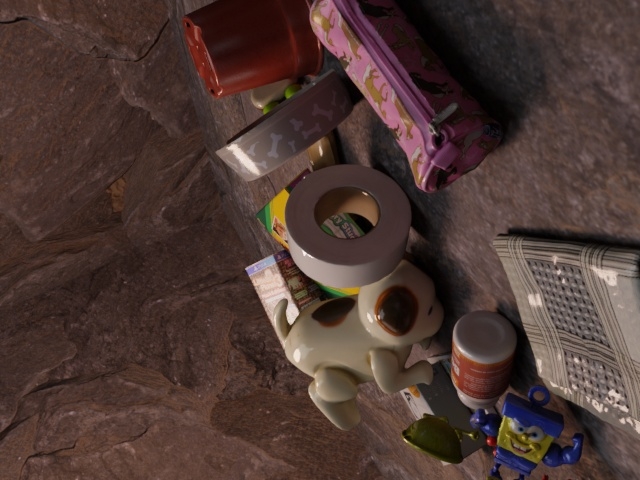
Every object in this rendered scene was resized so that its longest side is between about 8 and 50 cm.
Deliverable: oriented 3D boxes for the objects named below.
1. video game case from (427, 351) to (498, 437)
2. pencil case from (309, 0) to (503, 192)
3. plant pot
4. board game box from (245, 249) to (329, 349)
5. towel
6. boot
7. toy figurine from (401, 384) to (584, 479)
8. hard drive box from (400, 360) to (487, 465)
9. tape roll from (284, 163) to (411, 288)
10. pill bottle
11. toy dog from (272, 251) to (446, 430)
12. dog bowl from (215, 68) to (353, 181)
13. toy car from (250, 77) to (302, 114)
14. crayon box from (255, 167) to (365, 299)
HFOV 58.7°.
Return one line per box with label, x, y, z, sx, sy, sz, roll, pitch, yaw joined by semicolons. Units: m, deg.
video game case;0.369;0.392;1.449;0.227;0.026;0.206;63;165;9
pencil case;0.129;-0.268;0.927;0.386;0.160;0.167;60;156;19
plant pot;-0.172;-0.485;1.378;0.272;0.265;0.272;56;163;27
board game box;-0.066;0.166;1.847;0.141;0.232;0.291;-26;88;38
towel;0.403;0.147;0.876;0.324;0.056;0.312;67;165;-12
boot;0.002;-0.192;1.630;0.236;0.089;0.270;18;135;52
toy figurine;0.365;0.355;1.098;0.362;0.191;0.217;22;108;22
hard drive box;0.319;0.460;1.503;0.232;0.089;0.181;58;164;22
tape roll;0.060;-0.038;1.290;0.286;0.286;0.100;55;163;30
pill bottle;0.329;0.253;1.165;0.121;0.121;0.216;50;159;42
toy dog;0.124;0.203;1.413;0.395;0.284;0.408;45;124;-5
dog bowl;-0.075;-0.262;1.313;0.102;0.348;0.348;56;168;-15
toy car;-0.097;-0.401;1.614;0.155;0.149;0.188;61;-166;25
crayon box;0.000;0.000;1.636;0.363;0.106;0.313;48;159;-6
